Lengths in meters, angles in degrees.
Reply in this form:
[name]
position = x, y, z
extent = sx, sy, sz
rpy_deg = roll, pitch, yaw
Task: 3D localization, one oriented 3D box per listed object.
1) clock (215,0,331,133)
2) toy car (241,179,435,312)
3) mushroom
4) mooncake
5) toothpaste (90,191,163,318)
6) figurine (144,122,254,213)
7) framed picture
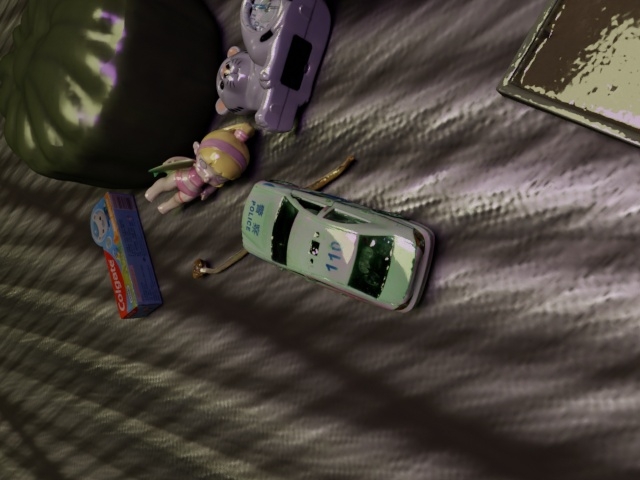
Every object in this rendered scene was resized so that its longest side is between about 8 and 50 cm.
[clock]
position = -0.065, -0.222, 0.563
extent = 0.117, 0.080, 0.176
rpy_deg = 27, 103, 34
[toy car]
position = 0.000, 0.000, 0.492
extent = 0.224, 0.076, 0.090
rpy_deg = 19, 104, 30
[mushroom]
position = -0.066, -0.017, 0.590
extent = 0.286, 0.028, 0.026
rpy_deg = -31, 27, 30
[mooncake]
position = -0.312, -0.239, 0.687
extent = 0.351, 0.187, 0.351
rpy_deg = -4, 83, 34
[toothpaste]
position = -0.303, 0.026, 0.747
extent = 0.070, 0.044, 0.193
rpy_deg = -35, 67, 32
[figurine]
position = -0.159, -0.093, 0.633
extent = 0.187, 0.083, 0.083
rpy_deg = -28, 71, 34
[framed picture]
position = 0.278, -0.195, 0.345
extent = 0.192, 0.018, 0.265
rpy_deg = 38, 109, 32
